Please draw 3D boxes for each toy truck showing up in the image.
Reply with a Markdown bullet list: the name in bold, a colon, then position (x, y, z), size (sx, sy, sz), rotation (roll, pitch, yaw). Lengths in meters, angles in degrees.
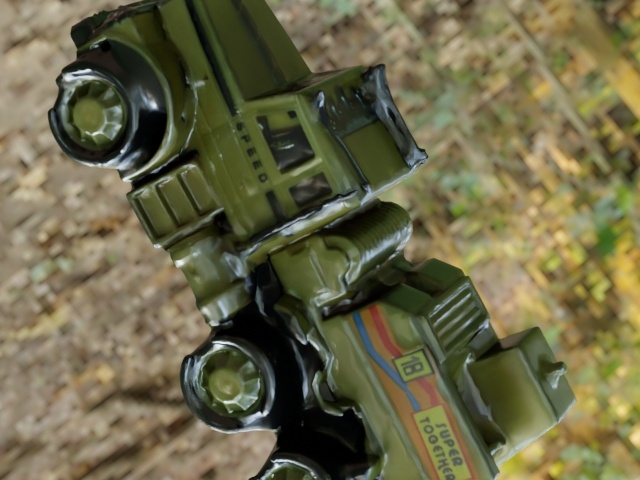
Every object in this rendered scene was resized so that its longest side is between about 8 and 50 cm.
- **toy truck**: position (-0.004, 0.000, 0.837), size (0.127, 0.257, 0.127), rotation (-31, 180, 29)
